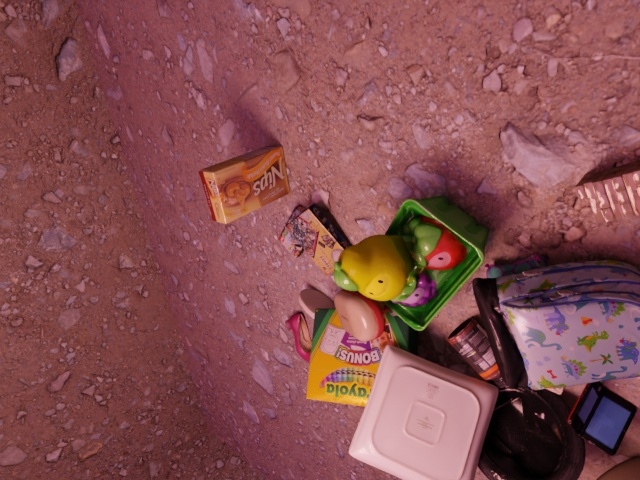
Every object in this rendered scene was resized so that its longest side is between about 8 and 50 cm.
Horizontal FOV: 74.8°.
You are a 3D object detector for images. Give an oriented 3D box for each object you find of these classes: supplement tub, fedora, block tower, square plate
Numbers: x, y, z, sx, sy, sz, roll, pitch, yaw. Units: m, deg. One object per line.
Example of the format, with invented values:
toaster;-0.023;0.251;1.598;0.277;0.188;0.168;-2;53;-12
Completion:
supplement tub;0.481;0.335;1.239;0.198;0.106;0.106;48;139;11
fedora;0.586;0.564;1.197;0.334;0.334;0.152;-4;144;46
block tower;0.676;-0.119;0.773;0.335;0.091;0.097;-14;103;49
square plate;0.298;0.524;1.211;0.347;0.344;0.049;18;166;17

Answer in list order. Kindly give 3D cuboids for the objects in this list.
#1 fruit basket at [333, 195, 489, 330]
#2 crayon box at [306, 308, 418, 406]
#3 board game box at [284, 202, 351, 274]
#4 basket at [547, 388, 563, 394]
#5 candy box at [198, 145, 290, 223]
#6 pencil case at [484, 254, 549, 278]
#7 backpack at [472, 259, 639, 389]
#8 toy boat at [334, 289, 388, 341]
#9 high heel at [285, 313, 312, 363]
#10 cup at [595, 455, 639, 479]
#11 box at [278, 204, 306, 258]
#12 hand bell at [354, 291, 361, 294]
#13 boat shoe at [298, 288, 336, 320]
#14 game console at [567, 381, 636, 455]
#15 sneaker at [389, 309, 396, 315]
fruit basket;0.229;0.076;1.134;0.283;0.392;0.392;41;137;18
crayon box;0.141;0.395;1.426;0.363;0.106;0.313;-6;68;31
board game box;0.000;0.000;1.517;0.243;0.042;0.165;50;137;-8
basket;0.588;0.313;1.121;0.167;0.103;0.113;19;128;35
candy box;-0.255;-0.204;1.474;0.087;0.316;0.183;14;123;38
pencil case;0.508;0.079;1.084;0.152;0.064;0.070;-23;100;50
backpack;0.568;0.187;0.941;0.356;0.273;0.290;-18;99;11
toy boat;0.147;0.222;1.325;0.231;0.151;0.151;-172;64;-74
high heel;-0.064;0.441;1.880;0.117;0.082;0.244;-36;80;47
cup;0.822;0.675;1.011;0.331;0.237;0.331;24;129;34
box;-0.087;-0.032;1.631;0.114;0.036;0.207;47;138;13
hand bell;0.134;0.217;1.535;0.126;0.126;0.242;36;147;24
boat shoe;0.029;0.350;1.681;0.340;0.127;0.158;38;130;22
game console;0.700;0.432;1.040;0.124;0.144;0.085;46;164;-33
sneaker;0.278;0.187;1.328;0.065;0.158;0.061;61;163;21
